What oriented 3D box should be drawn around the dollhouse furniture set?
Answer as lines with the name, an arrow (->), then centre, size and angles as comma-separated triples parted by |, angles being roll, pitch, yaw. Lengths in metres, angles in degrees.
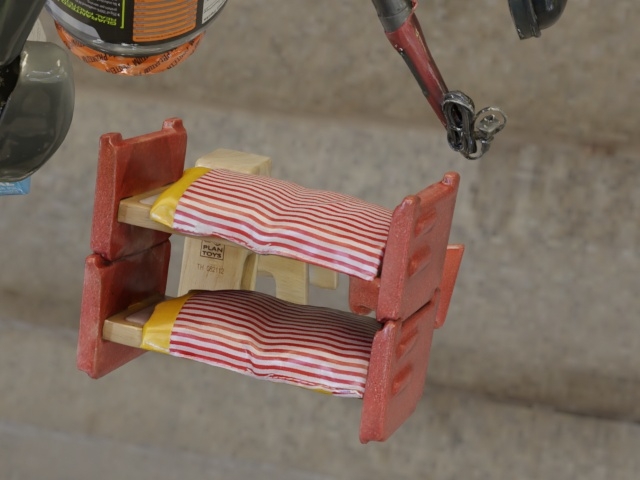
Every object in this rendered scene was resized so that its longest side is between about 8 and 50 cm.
dollhouse furniture set -> 0.000, 0.000, 1.234 | 0.201, 0.152, 0.374 | 12, -168, 13

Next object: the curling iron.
curling iron -> 0.076, -0.178, 1.488 | 0.068, 0.035, 0.274 | 1, 130, 48

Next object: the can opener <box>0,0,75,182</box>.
can opener -> -0.151, -0.123, 0.903 | 0.093, 0.074, 0.280 | 0, 153, -23

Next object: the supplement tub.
supplement tub -> -0.165, -0.301, 1.652 | 0.193, 0.194, 0.316 | 13, 147, -1

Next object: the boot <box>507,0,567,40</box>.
boot -> 0.234, -0.286, 1.418 | 0.207, 0.246, 0.094 | -6, 166, 10

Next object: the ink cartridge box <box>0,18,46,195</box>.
ink cartridge box -> -0.404, -0.215, 2.044 | 0.129, 0.223, 0.307 | 1, 155, 4
